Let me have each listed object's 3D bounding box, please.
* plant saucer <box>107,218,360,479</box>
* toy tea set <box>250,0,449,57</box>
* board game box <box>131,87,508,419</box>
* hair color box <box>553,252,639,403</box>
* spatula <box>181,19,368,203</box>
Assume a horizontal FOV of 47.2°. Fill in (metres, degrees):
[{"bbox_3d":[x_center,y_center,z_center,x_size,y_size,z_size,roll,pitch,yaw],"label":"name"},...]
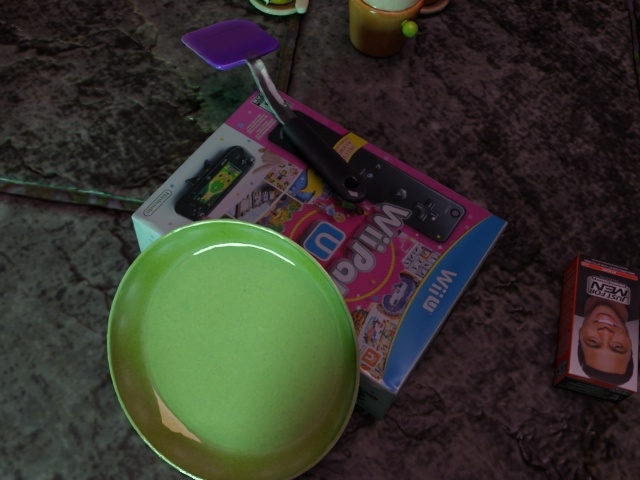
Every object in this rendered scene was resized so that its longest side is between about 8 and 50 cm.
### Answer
[{"bbox_3d":[-0.077,0.099,0.655,0.241,0.037,0.240,2,96,17],"label":"plant saucer"},{"bbox_3d":[0.017,-0.375,0.952,0.336,0.124,0.200,24,61,7],"label":"toy tea set"},{"bbox_3d":[0.000,0.000,0.754,0.303,0.097,0.224,32,63,12],"label":"board game box"},{"bbox_3d":[0.289,0.089,0.763,0.072,0.043,0.141,15,61,1],"label":"hair color box"},{"bbox_3d":[-0.041,-0.143,0.761,0.084,0.030,0.296,-27,65,-22],"label":"spatula"}]
